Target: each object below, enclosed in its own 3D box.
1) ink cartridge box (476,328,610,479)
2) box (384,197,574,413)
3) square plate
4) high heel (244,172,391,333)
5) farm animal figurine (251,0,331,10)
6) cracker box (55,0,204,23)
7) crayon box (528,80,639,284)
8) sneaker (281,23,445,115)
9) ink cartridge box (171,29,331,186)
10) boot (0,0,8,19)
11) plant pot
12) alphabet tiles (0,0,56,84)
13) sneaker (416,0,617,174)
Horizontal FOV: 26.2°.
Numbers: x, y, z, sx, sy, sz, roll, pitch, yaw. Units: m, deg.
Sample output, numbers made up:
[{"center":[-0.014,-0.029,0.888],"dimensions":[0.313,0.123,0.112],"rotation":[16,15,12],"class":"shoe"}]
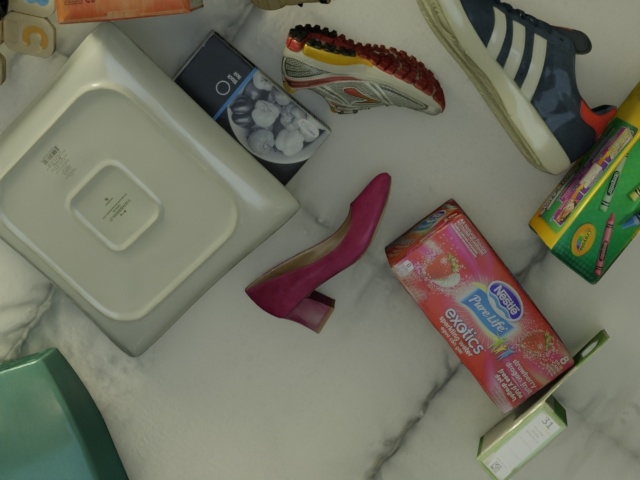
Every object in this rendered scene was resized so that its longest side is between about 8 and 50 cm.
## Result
[{"center":[0.311,0.220,1.838],"dimensions":[0.235,0.171,0.056],"rotation":[-41,85,7],"class":"ink cartridge box"},{"center":[0.209,0.085,1.831],"dimensions":[0.122,0.128,0.257],"rotation":[-37,100,6],"class":"box"},{"center":[-0.263,-0.049,1.788],"dimensions":[0.344,0.049,0.347],"rotation":[43,114,-11],"class":"square plate"},{"center":[0.000,0.000,1.840],"dimensions":[0.117,0.082,0.244],"rotation":[27,108,-5],"class":"high heel"},{"center":[-0.073,-0.450,1.641],"dimensions":[0.172,0.327,0.330],"rotation":[7,95,13],"class":"farm animal figurine"},{"center":[-0.230,-0.307,1.687],"dimensions":[0.155,0.232,0.067],"rotation":[-6,101,0],"class":"cracker box"},{"center":[0.394,-0.090,1.779],"dimensions":[0.081,0.165,0.278],"rotation":[36,99,-8],"class":"crayon box"},{"center":[0.056,-0.208,1.800],"dimensions":[0.225,0.088,0.093],"rotation":[18,121,-5],"class":"sneaker"},{"center":[-0.129,-0.133,1.822],"dimensions":[0.206,0.045,0.208],"rotation":[39,100,-9],"class":"ink cartridge box"},{"center":[-0.439,-0.252,1.709],"dimensions":[0.137,0.077,0.198],"rotation":[-3,121,12],"class":"boot"},{"center":[-0.377,0.275,1.848],"dimensions":[0.165,0.165,0.234],"rotation":[-19,94,3],"class":"plant pot"},{"center":[-0.463,-0.328,1.722],"dimensions":[0.277,0.021,0.284],"rotation":[13,123,8],"class":"alphabet tiles"},{"center":[0.252,-0.259,1.770],"dimensions":[0.148,0.131,0.350],"rotation":[-37,106,-1],"class":"sneaker"}]
